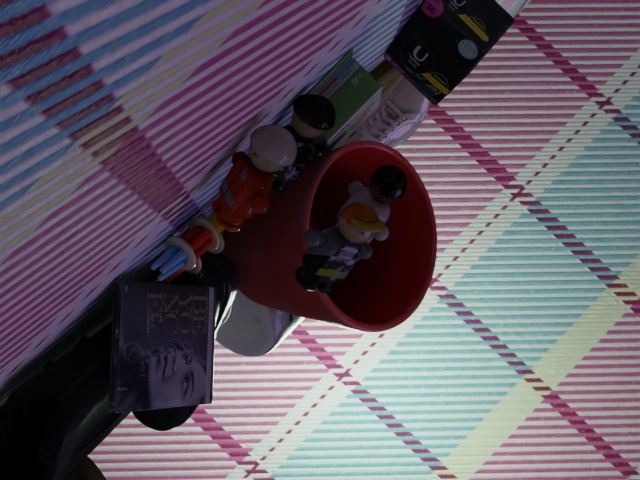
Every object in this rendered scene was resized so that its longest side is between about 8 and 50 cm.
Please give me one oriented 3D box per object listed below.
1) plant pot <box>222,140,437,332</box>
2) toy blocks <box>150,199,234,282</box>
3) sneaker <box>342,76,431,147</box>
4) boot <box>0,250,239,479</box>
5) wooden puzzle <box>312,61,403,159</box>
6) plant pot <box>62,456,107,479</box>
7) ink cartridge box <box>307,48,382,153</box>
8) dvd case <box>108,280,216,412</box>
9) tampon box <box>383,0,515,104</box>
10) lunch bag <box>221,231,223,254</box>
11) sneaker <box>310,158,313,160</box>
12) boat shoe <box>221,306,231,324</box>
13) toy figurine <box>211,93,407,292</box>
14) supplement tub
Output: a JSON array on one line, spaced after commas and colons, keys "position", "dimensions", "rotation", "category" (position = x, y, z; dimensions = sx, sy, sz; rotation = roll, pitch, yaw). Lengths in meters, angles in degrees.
[{"position": [0.000, 0.000, 1.680], "dimensions": [0.243, 0.275, 0.275], "rotation": [-5, -148, 49], "category": "plant pot"}, {"position": [-0.183, 0.018, 1.514], "dimensions": [0.148, 0.054, 0.123], "rotation": [-42, 178, -39], "category": "toy blocks"}, {"position": [0.106, -0.206, 2.199], "dimensions": [0.290, 0.106, 0.123], "rotation": [-45, -179, 27], "category": "sneaker"}, {"position": [-0.302, 0.239, 1.586], "dimensions": [0.445, 0.146, 0.367], "rotation": [-51, 163, -54], "category": "boot"}, {"position": [0.080, -0.245, 1.950], "dimensions": [0.238, 0.044, 0.221], "rotation": [-50, -179, -42], "category": "wooden puzzle"}, {"position": [-0.417, 0.455, 1.835], "dimensions": [0.215, 0.215, 0.230], "rotation": [-46, -156, 11], "category": "plant pot"}, {"position": [0.028, -0.190, 1.572], "dimensions": [0.109, 0.062, 0.209], "rotation": [-45, 177, -2], "category": "ink cartridge box"}, {"position": [-0.203, 0.139, 1.480], "dimensions": [0.018, 0.164, 0.221], "rotation": [0, 176, 26], "category": "dvd case"}, {"position": [0.200, -0.316, 1.750], "dimensions": [0.101, 0.120, 0.161], "rotation": [-45, 178, -33], "category": "tampon box"}, {"position": [-0.091, 0.012, 1.874], "dimensions": [0.129, 0.151, 0.096], "rotation": [-45, 178, -16], "category": "lunch bag"}, {"position": [0.027, -0.003, 2.129], "dimensions": [0.169, 0.108, 0.292], "rotation": [60, 34, -60], "category": "sneaker"}, {"position": [-0.239, 0.127, 1.939], "dimensions": [0.117, 0.096, 0.324], "rotation": [0, 152, -22], "category": "boat shoe"}, {"position": [-0.004, -0.063, 1.389], "dimensions": [0.148, 0.209, 0.213], "rotation": [-54, 175, 29], "category": "toy figurine"}, {"position": [-0.086, 0.068, 2.290], "dimensions": [0.338, 0.207, 0.207], "rotation": [-43, 176, -45], "category": "supplement tub"}]
